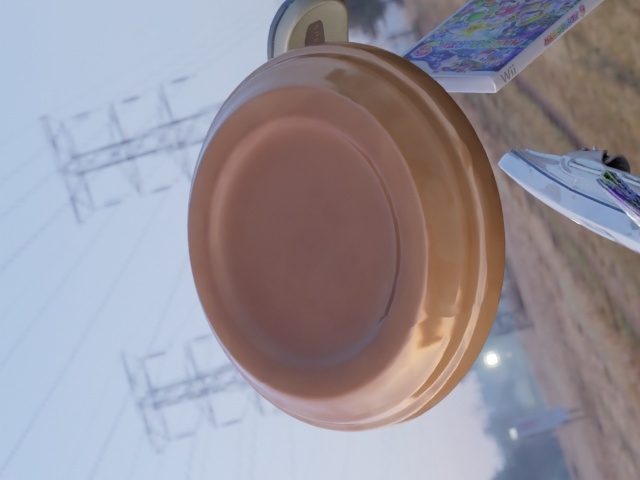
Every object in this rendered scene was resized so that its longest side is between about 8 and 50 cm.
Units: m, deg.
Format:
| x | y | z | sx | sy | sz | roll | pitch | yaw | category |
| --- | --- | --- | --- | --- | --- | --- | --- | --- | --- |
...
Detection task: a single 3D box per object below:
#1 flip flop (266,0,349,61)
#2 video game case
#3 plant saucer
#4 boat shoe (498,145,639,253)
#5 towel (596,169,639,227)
| x | y | z | sx | sy | sz | roll | pitch | yaw | category |
| --- | --- | --- | --- | --- | --- | --- | --- | --- | --- |
| 0.010 | -0.119 | 1.384 | 0.080 | 0.112 | 0.277 | 33 | 142 | 34 | flip flop |
| 0.098 | -0.115 | 0.753 | 0.087 | 0.122 | 0.011 | 9 | 132 | 50 | video game case |
| 0.000 | 0.000 | 0.711 | 0.037 | 0.200 | 0.200 | -7 | -101 | -50 | plant saucer |
| 0.313 | -0.063 | 1.598 | 0.096 | 0.088 | 0.267 | 33 | 180 | -38 | boat shoe |
| 0.141 | 0.001 | 0.557 | 0.060 | 0.009 | 0.083 | 43 | -173 | -14 | towel |
